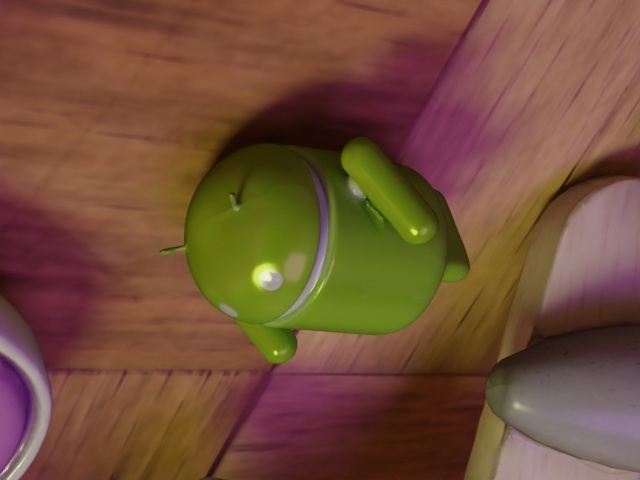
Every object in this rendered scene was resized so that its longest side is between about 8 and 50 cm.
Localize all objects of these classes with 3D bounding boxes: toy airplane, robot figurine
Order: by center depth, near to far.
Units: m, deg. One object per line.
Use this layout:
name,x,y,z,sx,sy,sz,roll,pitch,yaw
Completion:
robot figurine,0.000,0.000,0.535,0.115,0.067,0.101,8,145,-39
toy airplane,0.102,0.220,0.630,0.384,0.272,0.386,-44,126,-31

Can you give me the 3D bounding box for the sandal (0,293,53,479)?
sandal,-0.226,0.024,0.369,0.416,0.102,0.169,19,113,-46
